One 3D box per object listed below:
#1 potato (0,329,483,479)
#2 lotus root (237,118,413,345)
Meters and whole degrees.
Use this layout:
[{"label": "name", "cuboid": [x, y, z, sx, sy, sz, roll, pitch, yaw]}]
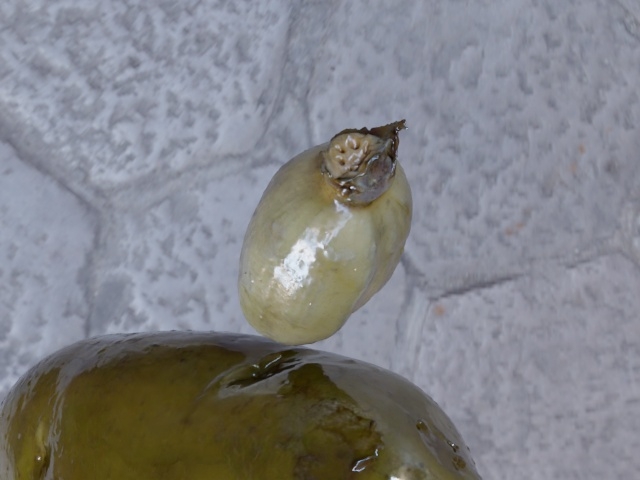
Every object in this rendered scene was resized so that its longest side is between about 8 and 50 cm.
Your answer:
[{"label": "potato", "cuboid": [-0.051, 0.143, 0.632, 0.369, 0.176, 0.195, 8, 151, 45]}, {"label": "lotus root", "cuboid": [0.000, 0.000, 0.514, 0.062, 0.073, 0.150, 43, 148, 12]}]
